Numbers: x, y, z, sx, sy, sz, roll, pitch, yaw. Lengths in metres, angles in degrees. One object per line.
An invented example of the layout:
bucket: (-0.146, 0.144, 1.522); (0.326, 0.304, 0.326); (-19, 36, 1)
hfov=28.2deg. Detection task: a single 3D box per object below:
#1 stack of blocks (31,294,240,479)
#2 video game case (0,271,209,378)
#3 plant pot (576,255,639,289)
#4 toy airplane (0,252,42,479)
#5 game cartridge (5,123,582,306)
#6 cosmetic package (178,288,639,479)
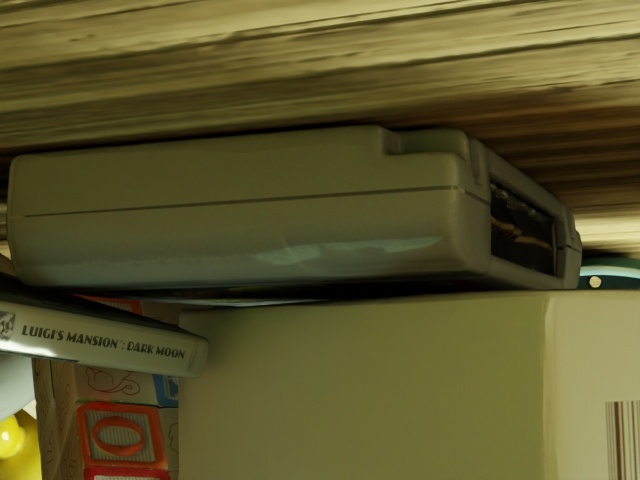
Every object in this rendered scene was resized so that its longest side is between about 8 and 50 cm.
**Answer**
stack of blocks: (-0.050, 0.134, 0.658); (0.171, 0.087, 0.297); (7, -145, -21)
video game case: (-0.169, 0.017, 0.523); (0.190, 0.022, 0.173); (14, 178, 34)
plant pot: (0.224, 0.131, 1.008); (0.272, 0.271, 0.255); (-2, -171, 13)
toy airplane: (-0.150, 0.153, 0.927); (0.386, 0.272, 0.384); (19, 145, -16)
game cartridge: (0.000, 0.000, 0.571); (0.196, 0.060, 0.294); (1, 176, 20)
cosmetic package: (0.163, 0.071, 0.556); (0.377, 0.097, 0.284); (2, 173, -28)
